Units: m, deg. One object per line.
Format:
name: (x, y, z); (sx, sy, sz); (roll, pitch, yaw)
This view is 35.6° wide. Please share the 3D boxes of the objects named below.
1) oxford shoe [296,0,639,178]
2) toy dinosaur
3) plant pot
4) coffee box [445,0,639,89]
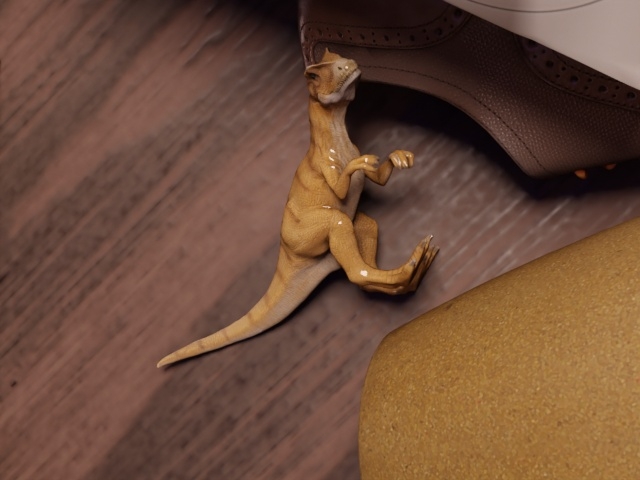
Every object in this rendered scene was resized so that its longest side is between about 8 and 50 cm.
oxford shoe: (0.164, -0.090, 0.482); (0.364, 0.130, 0.132); (19, 120, 11)
toy dinosaur: (0.000, 0.000, 0.532); (0.112, 0.064, 0.211); (27, 118, 12)
plant pot: (0.155, 0.085, 0.424); (0.254, 0.237, 0.237); (-9, 86, 28)
coffee box: (0.073, -0.323, 0.321); (0.334, 0.338, 0.337); (28, 63, 12)
